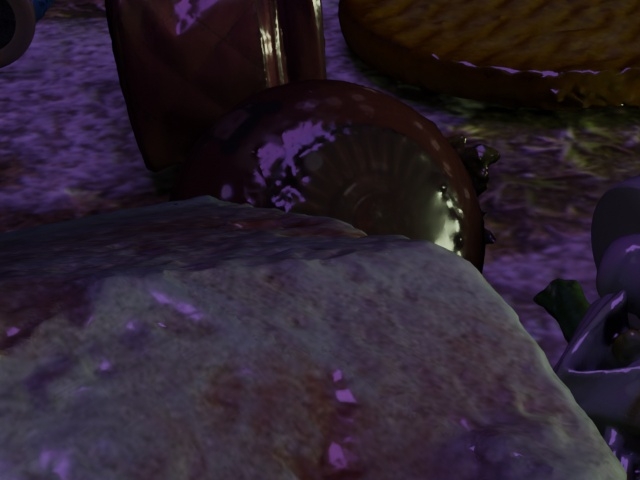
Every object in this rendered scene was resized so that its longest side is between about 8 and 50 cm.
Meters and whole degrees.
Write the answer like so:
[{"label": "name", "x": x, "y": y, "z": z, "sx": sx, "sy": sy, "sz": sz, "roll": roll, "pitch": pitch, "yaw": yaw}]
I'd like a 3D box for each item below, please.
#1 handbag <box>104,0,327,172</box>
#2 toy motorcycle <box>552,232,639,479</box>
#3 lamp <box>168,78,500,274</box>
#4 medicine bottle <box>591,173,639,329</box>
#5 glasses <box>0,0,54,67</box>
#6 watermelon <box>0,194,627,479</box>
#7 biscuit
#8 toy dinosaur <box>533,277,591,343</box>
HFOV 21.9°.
[{"label": "handbag", "x": -0.063, "y": -0.140, "z": 1.042, "sx": 0.135, "sy": 0.146, "sz": 0.225, "roll": -9, "pitch": 27, "yaw": -4}, {"label": "toy motorcycle", "x": 0.161, "y": 0.049, "z": 0.599, "sx": 0.225, "sy": 0.073, "sz": 0.152, "roll": -20, "pitch": 52, "yaw": -1}, {"label": "lamp", "x": -0.001, "y": 0.005, "z": 0.795, "sx": 0.157, "sy": 0.156, "sz": 0.135, "roll": 22, "pitch": -20, "yaw": -18}, {"label": "medicine bottle", "x": 0.233, "y": -0.018, "z": 0.825, "sx": 0.191, "sy": 0.107, "sz": 0.107, "roll": -20, "pitch": 33, "yaw": -26}, {"label": "glasses", "x": -0.269, "y": -0.176, "z": 1.246, "sx": 0.189, "sy": 0.088, "sz": 0.220, "roll": 3, "pitch": 10, "yaw": 14}, {"label": "watermelon", "x": -0.035, "y": 0.094, "z": 0.478, "sx": 0.258, "sy": 0.228, "sz": 0.387, "roll": -10, "pitch": 10, "yaw": 18}, {"label": "biscuit", "x": 0.168, "y": -0.164, "z": 1.167, "sx": 0.317, "sy": 0.040, "sz": 0.318, "roll": -2, "pitch": 29, "yaw": 1}, {"label": "toy dinosaur", "x": 0.188, "y": 0.109, "z": 0.629, "sx": 0.447, "sy": 0.087, "sz": 0.301, "roll": -11, "pitch": 28, "yaw": 1}]
